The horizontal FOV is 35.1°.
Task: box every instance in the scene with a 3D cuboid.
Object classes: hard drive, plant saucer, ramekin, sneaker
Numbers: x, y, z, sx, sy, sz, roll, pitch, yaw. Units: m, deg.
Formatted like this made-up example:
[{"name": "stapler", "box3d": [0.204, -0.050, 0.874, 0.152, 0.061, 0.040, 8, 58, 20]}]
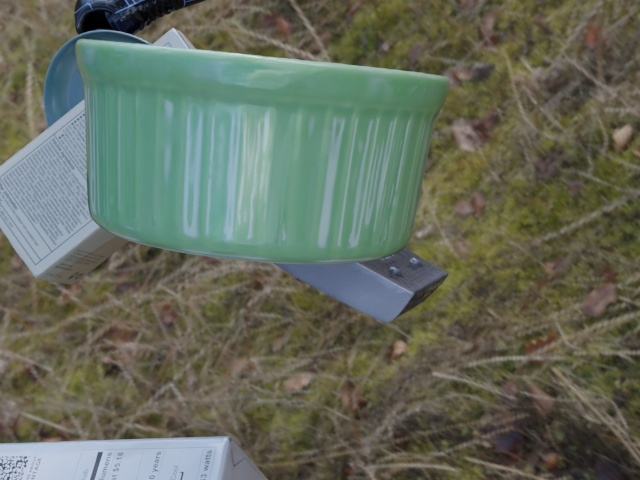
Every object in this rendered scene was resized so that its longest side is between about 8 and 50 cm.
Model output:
[{"name": "hard drive", "box3d": [0.000, 0.000, 1.071, 0.255, 0.172, 0.054, 30, 104, 14]}, {"name": "plant saucer", "box3d": [-0.287, -0.177, 1.566, 0.318, 0.317, 0.044, -16, 19, 35]}, {"name": "ramekin", "box3d": [-0.052, -0.078, 0.842, 0.303, 0.303, 0.148, 16, 104, 46]}, {"name": "sneaker", "box3d": [-0.267, -0.358, 1.545, 0.232, 0.081, 0.090, -7, 60, 16]}]

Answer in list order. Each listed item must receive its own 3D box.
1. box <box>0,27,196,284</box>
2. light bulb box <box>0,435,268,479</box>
[{"name": "box", "box3d": [-0.242, -0.097, 1.233, 0.311, 0.121, 0.148, -36, 79, 3]}, {"name": "light bulb box", "box3d": [-0.248, 0.417, 1.085, 0.361, 0.225, 0.358, -5, 51, 20]}]
